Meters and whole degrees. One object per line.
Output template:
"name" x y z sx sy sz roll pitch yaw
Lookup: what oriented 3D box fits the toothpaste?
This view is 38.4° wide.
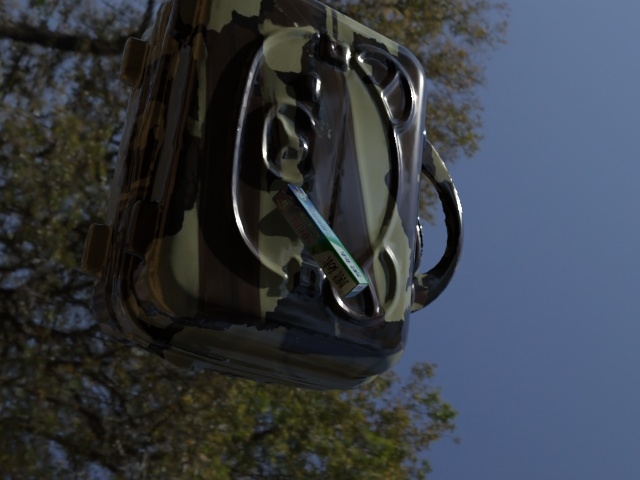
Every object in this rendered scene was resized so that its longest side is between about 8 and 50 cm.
"toothpaste" 0.000 0.000 0.598 0.017 0.020 0.083 -41 -107 16

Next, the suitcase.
"suitcase" -0.026 -0.036 0.838 0.194 0.339 0.352 -22 -124 52
